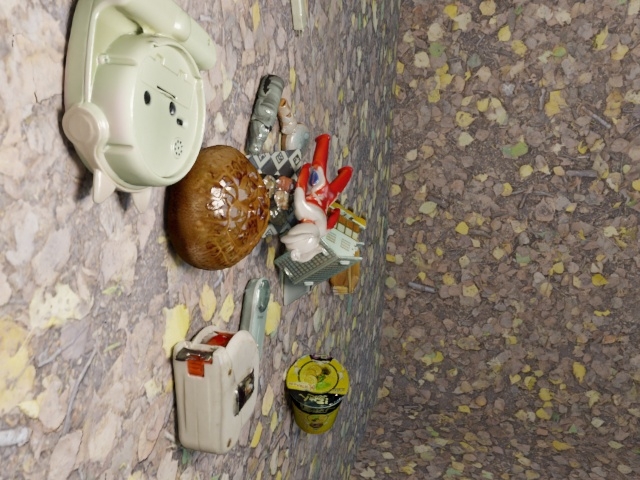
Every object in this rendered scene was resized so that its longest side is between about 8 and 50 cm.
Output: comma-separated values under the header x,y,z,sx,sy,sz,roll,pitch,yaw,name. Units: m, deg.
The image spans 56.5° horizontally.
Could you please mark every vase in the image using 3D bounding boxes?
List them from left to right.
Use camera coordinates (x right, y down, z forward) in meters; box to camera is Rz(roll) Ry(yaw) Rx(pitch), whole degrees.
x,y,z,sx,sy,sz,roll,pitch,yaw,name
-0.138,-0.302,1.452,0.060,0.060,0.211,60,41,-65,vase

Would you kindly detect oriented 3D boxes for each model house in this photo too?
x,y,z,sx,sy,sz,roll,pitch,yaw,name
0.000,0.000,1.715,0.198,0.224,0.215,32,51,-24,model house

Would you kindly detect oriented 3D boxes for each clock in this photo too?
x,y,z,sx,sy,sz,roll,pitch,yaw,name
-0.271,-0.205,0.923,0.265,0.109,0.324,12,85,-75,clock

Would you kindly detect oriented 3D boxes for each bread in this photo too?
x,y,z,sx,sy,sz,roll,pitch,yaw,name
0.090,0.092,2.358,0.136,0.107,0.241,-62,154,-46,bread

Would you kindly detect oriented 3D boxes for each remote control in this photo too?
x,y,z,sx,sy,sz,roll,pitch,yaw,name
-0.175,0.217,1.558,0.104,0.052,0.247,27,70,-75,remote control

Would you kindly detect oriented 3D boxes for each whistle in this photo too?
x,y,z,sx,sy,sz,roll,pitch,yaw,name
-0.083,-0.306,1.665,0.107,0.057,0.220,-60,152,-23,whistle

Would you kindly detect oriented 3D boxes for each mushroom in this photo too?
x,y,z,sx,sy,sz,roll,pitch,yaw,name
-0.200,-0.065,1.182,0.253,0.154,0.253,-27,120,-60,mushroom

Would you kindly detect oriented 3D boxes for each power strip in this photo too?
x,y,z,sx,sy,sz,roll,pitch,yaw,name
-0.061,-0.648,1.627,0.047,0.030,0.191,-67,158,-49,power strip

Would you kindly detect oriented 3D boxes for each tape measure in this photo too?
x,y,z,sx,sy,sz,roll,pitch,yaw,name
-0.219,0.313,1.306,0.265,0.130,0.258,-44,136,-67,tape measure

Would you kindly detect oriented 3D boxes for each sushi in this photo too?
x,y,z,sx,sy,sz,roll,pitch,yaw,name
-0.109,-0.111,1.501,0.231,0.047,0.219,-18,116,-48,sushi

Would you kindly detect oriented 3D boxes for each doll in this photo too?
x,y,z,sx,sy,sz,roll,pitch,yaw,name
-0.009,-0.097,1.536,0.188,0.099,0.383,53,40,-33,doll

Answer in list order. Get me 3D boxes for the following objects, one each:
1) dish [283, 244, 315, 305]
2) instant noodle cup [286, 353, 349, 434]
x,y,z,sx,sy,sz,roll,pitch,yaw,name
-0.051,0.073,1.896,0.182,0.080,0.243,-41,137,-68,dish
-0.016,0.539,2.043,0.215,0.216,0.236,-67,167,-46,instant noodle cup
